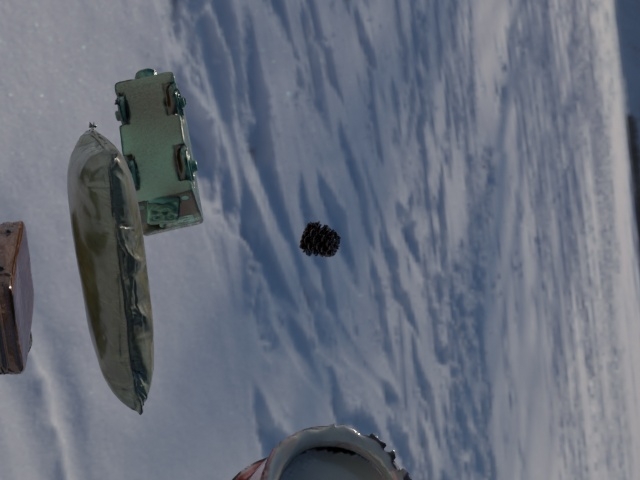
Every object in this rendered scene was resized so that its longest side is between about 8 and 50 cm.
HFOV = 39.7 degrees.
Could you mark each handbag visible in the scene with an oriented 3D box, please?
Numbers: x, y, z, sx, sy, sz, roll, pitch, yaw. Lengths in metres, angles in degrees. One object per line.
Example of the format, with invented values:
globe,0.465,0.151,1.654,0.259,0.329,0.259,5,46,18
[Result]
handbag,-0.395,0.074,1.083,0.193,0.072,0.151,-118,-153,-59

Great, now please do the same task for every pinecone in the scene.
pinecone,0.000,0.000,1.801,0.077,0.083,0.077,-22,118,-49

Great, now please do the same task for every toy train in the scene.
toy train,-0.290,-0.163,1.596,0.159,0.129,0.326,86,-10,-58

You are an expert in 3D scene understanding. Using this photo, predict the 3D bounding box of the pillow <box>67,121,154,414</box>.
pillow,-0.236,0.025,0.998,0.185,0.075,0.302,-146,-129,-64

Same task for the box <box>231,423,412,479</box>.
box,-0.004,0.222,0.692,0.135,0.151,0.151,119,-12,-49
